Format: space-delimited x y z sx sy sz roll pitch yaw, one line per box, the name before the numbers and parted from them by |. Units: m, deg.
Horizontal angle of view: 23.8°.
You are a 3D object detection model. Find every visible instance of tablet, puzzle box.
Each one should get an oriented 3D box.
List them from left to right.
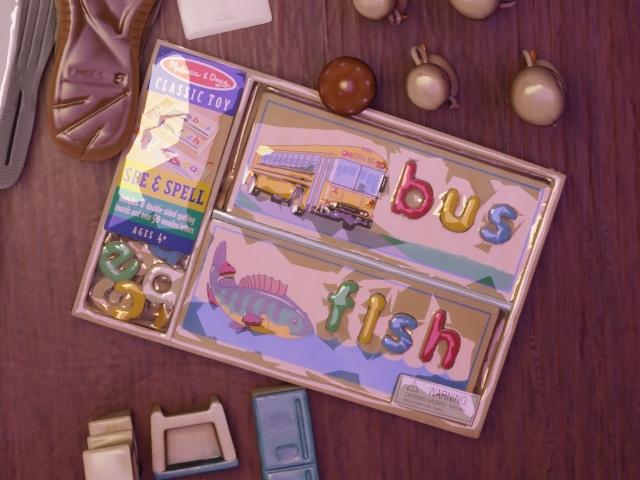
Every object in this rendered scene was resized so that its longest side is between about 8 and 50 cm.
tablet | -0.091 -0.223 1.420 0.083 0.006 0.054 -13 97 -5
puzzle box | 0.000 0.000 1.429 0.409 0.052 0.272 17 93 -7

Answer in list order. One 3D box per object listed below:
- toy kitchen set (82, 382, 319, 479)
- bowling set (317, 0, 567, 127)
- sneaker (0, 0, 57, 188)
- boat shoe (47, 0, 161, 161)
toy kitchen set | -0.102 0.217 1.383 0.207 0.166 0.122 -9 96 -4
bowling set | 0.087 -0.200 1.389 0.200 0.154 0.287 -24 97 15
sneaker | -0.297 -0.177 1.364 0.091 0.094 0.258 12 83 18
boat shoe | -0.196 -0.215 1.370 0.105 0.089 0.285 13 93 -14
